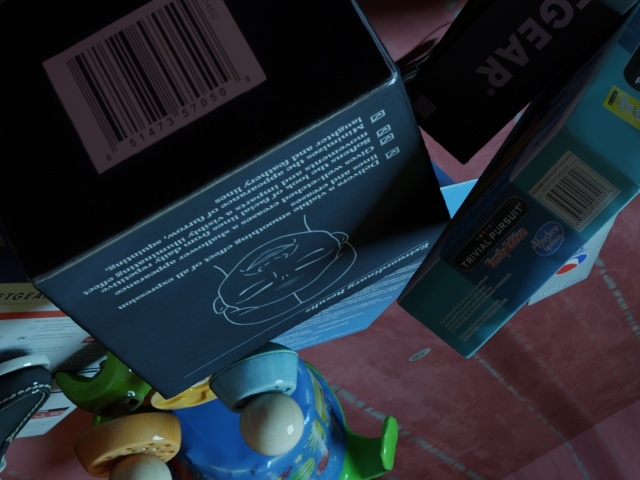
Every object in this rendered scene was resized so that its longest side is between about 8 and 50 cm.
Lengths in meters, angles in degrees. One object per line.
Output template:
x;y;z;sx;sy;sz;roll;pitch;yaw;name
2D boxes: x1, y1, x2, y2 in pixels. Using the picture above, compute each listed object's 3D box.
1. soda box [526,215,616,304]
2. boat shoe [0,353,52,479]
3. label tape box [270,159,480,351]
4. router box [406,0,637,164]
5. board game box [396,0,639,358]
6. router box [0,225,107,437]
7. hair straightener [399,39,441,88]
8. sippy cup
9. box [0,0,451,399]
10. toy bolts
0.282;-0.029;2.318;0.091;0.098;0.286;-25;161;-14;soda box
-0.343;0.213;1.808;0.302;0.091;0.114;-40;158;31;boat shoe
0.000;0.000;1.962;0.249;0.115;0.348;-15;158;-34;label tape box
0.214;-0.229;1.575;0.309;0.081;0.243;-44;-173;37;router box
0.214;-0.092;1.564;0.254;0.079;0.336;-50;-177;47;board game box
-0.297;0.086;1.822;0.301;0.082;0.335;-40;158;28;router box
0.079;-0.134;1.833;0.230;0.047;0.089;-27;161;11;hair straightener
-0.085;0.206;2.180;0.305;0.240;0.224;-26;162;-7;sippy cup
-0.086;-0.069;1.525;0.293;0.212;0.395;-30;161;0;box
-0.101;0.162;1.857;0.228;0.158;0.218;-31;156;26;toy bolts
